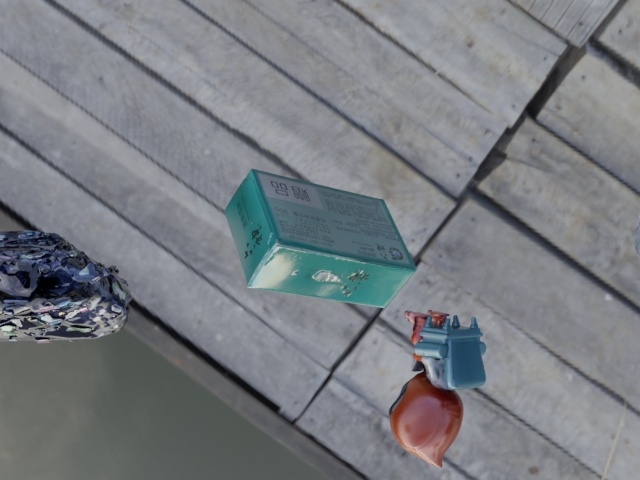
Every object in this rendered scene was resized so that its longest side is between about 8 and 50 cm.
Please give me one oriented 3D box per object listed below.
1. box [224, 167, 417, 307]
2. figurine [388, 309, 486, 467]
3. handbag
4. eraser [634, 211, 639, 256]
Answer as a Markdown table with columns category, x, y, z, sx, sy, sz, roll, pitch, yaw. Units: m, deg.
| category | x | y | z | sx | sy | sz | roll | pitch | yaw |
| --- | --- | --- | --- | --- | --- | --- | --- | --- | --- |
| box | 0.000 | 0.000 | 1.216 | 0.245 | 0.153 | 0.092 | 12 | 129 | -33 |
| figurine | 0.107 | 0.136 | 0.784 | 0.075 | 0.068 | 0.140 | 8 | 91 | 47 |
| handbag | -0.348 | 0.054 | 0.954 | 0.260 | 0.162 | 0.113 | -1 | 75 | 13 |
| eraser | 0.473 | -0.004 | 0.902 | 0.227 | 0.174 | 0.081 | 10 | 83 | 6 |
